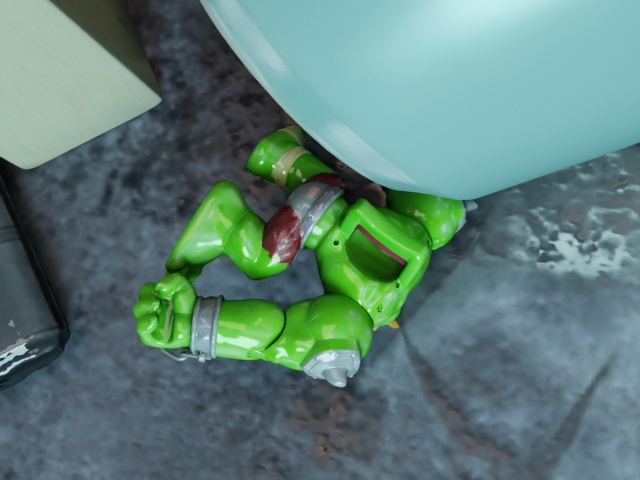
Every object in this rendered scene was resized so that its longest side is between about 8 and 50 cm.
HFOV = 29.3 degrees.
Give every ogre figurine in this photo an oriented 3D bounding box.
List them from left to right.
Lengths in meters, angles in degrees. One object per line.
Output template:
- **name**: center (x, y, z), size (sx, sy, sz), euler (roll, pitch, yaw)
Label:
- **ogre figurine**: center (0.000, 0.000, 0.658), size (0.118, 0.097, 0.197), euler (32, 43, 14)

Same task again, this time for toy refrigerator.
- **toy refrigerator**: center (-0.191, -0.133, 0.651), size (0.102, 0.269, 0.094), euler (-26, 72, 9)

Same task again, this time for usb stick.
- **usb stick**: center (-0.236, -0.036, 0.759), size (0.077, 0.045, 0.278), euler (-30, 72, 7)

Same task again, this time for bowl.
- **bowl**: center (0.048, -0.141, 0.589), size (0.163, 0.311, 0.312), euler (-40, 70, 20)
